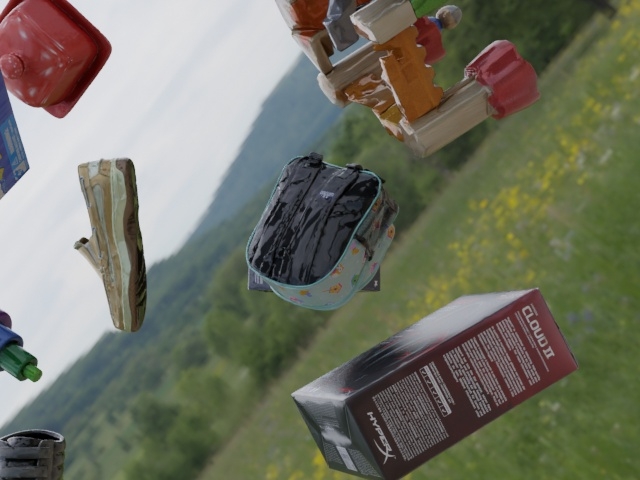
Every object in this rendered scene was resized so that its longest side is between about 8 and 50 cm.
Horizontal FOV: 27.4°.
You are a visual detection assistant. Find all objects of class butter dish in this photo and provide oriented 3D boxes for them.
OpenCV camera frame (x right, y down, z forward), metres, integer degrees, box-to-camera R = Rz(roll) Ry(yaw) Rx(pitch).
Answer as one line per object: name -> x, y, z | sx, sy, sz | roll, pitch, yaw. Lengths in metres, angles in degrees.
butter dish -> -0.393, -0.250, 1.784 | 0.160, 0.160, 0.118 | -46, 3, 31

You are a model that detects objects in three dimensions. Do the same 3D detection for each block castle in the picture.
block castle -> 0.069, -0.347, 1.494 | 0.213, 0.453, 0.303 | -34, 31, -11

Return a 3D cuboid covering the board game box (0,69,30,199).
board game box -> -0.489, -0.105, 1.539 | 0.318, 0.066, 0.318 | -55, -25, -34

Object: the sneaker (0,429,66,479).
sneaker -> -0.375, 0.327, 1.598 | 0.296, 0.105, 0.146 | -89, -1, -74

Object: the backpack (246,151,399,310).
backpack -> 0.000, 0.000, 1.751 | 0.188, 0.166, 0.144 | -59, -33, -22

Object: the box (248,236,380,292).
box -> -0.009, 0.039, 2.149 | 0.158, 0.093, 0.156 | -2, -5, 40

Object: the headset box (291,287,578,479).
headset box -> 0.139, 0.157, 1.528 | 0.293, 0.110, 0.218 | -28, 4, -16

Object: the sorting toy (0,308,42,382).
sorting toy -> -0.336, 0.053, 1.165 | 0.127, 0.126, 0.365 | -54, -23, -14

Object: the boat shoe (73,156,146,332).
boat shoe -> -0.230, 0.006, 1.418 | 0.068, 0.072, 0.190 | -71, -23, -87
